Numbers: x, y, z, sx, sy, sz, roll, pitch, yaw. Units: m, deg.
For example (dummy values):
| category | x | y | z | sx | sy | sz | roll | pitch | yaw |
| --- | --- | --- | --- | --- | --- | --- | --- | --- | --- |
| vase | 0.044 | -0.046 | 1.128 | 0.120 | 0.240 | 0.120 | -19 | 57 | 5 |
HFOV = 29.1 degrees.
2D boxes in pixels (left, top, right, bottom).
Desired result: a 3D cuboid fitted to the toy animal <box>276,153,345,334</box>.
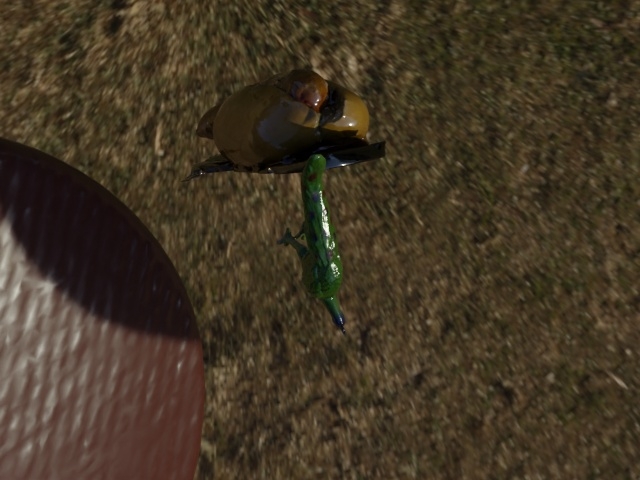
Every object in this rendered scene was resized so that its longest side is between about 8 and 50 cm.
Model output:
| category | x | y | z | sx | sy | sz | roll | pitch | yaw |
| --- | --- | --- | --- | --- | --- | --- | --- | --- | --- |
| toy animal | -0.009 | -0.007 | 1.168 | 0.041 | 0.075 | 0.217 | -27 | 131 | -22 |

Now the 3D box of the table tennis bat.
| category | x | y | z | sx | sy | sz | roll | pitch | yaw |
| --- | --- | --- | --- | --- | --- | --- | --- | --- | --- |
| table tennis bat | -0.138 | 0.070 | 0.274 | 0.310 | 0.038 | 0.200 | -2 | 106 | -50 |

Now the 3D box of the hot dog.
| category | x | y | z | sx | sy | sz | roll | pitch | yaw |
| --- | --- | --- | --- | --- | --- | --- | --- | --- | --- |
| hot dog | -0.060 | -0.136 | 1.412 | 0.194 | 0.326 | 0.107 | -15 | 100 | -42 |
